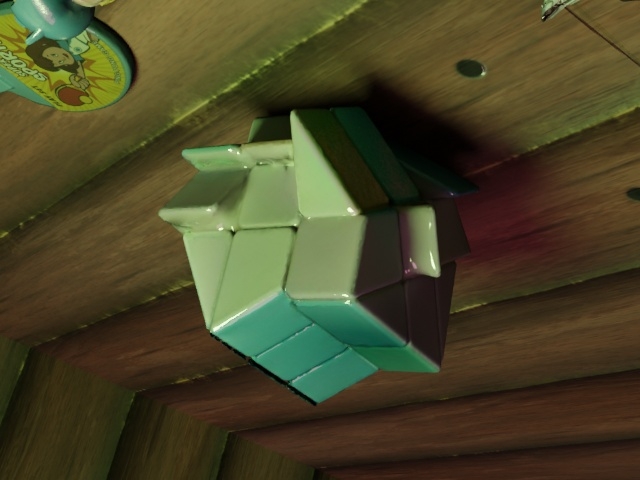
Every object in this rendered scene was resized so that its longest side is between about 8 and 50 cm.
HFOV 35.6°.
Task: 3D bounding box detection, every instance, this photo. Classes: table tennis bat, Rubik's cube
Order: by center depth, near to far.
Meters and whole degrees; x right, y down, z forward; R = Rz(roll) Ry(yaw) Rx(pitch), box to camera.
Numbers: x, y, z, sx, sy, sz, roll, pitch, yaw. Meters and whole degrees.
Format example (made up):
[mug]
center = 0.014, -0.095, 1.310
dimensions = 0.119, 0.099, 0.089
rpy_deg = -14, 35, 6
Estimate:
[Rubik's cube]
center = 0.000, 0.000, 1.300
dimensions = 0.358, 0.368, 0.387
rpy_deg = -2, 153, 29
[table tennis bat]
center = -0.403, -0.244, 1.394
dimensions = 0.329, 0.044, 0.215
rpy_deg = -8, 147, 35

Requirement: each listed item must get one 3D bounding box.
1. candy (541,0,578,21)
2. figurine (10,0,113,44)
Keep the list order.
[candy]
center = 0.215, -0.294, 0.961
dimensions = 0.093, 0.051, 0.226
rpy_deg = -6, 149, 26
[figurine]
center = -0.295, -0.312, 1.142
dimensions = 0.178, 0.114, 0.144
rpy_deg = -20, 132, 32
